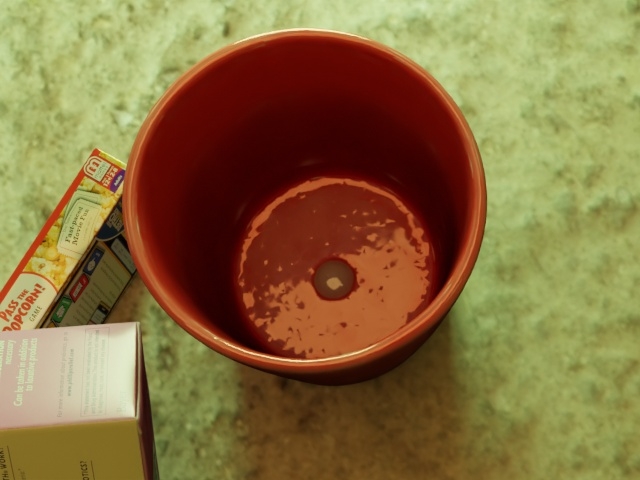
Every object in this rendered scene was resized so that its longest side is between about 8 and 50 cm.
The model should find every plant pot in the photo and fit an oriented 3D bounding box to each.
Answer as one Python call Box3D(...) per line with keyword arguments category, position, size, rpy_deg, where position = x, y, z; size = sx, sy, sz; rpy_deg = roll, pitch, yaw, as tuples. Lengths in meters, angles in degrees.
Box3D(category="plant pot", position=(0.000, 0.000, 1.401), size=(0.275, 0.243, 0.275), rpy_deg=(-2, 73, 6))

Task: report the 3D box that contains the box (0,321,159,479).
Box3D(category="box", position=(-0.250, 0.188, 1.367), size=(0.243, 0.213, 0.117), rpy_deg=(-5, 37, -2))

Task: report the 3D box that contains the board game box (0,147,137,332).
Box3D(category="board game box", position=(-0.207, 0.034, 1.467), size=(0.045, 0.147, 0.193), rpy_deg=(29, 79, 14))
